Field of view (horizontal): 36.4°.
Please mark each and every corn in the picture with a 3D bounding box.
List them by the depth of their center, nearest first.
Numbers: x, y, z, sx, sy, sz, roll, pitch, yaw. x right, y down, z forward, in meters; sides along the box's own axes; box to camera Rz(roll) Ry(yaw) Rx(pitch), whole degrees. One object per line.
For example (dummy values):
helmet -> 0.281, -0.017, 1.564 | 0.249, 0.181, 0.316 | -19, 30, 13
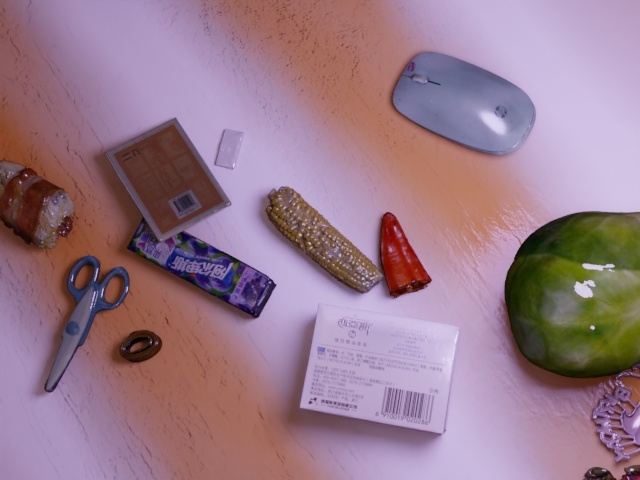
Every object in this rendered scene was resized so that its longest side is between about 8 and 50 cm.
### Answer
corn -> 0.000, 0.000, 1.927 | 0.288, 0.086, 0.086 | 41, 87, 13

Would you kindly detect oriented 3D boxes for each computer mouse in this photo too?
computer mouse -> 0.286, -0.275, 1.938 | 0.288, 0.097, 0.159 | 29, 86, 12

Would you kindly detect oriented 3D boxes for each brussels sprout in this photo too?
brussels sprout -> 0.494, 0.084, 1.738 | 0.354, 0.289, 0.281 | -26, 90, -10

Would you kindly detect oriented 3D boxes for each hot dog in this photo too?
hot dog -> -0.604, -0.077, 2.023 | 0.213, 0.103, 0.146 | 38, 108, 9

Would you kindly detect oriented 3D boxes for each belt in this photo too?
belt -> -0.362, 0.212, 1.962 | 0.083, 0.036, 0.059 | -22, 70, 3

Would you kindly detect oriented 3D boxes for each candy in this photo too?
candy -> -0.241, 0.048, 1.964 | 0.312, 0.061, 0.088 | 27, 85, 13

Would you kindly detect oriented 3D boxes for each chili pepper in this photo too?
chili pepper -> 0.153, 0.020, 1.915 | 0.088, 0.065, 0.169 | -14, 71, -7

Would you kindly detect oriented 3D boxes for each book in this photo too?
book -> -0.314, -0.126, 2.000 | 0.170, 0.018, 0.242 | -29, 68, -13

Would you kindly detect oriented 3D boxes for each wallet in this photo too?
wallet -> -0.189, -0.191, 2.032 | 0.044, 0.011, 0.083 | 13, 81, 11

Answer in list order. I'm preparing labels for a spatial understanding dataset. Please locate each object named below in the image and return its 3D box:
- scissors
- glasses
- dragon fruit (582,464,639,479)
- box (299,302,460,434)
scissors -> -0.494, 0.174, 1.985 | 0.138, 0.041, 0.289 | 20, 78, 13
glasses -> 0.592, 0.284, 1.779 | 0.162, 0.095, 0.255 | 13, 78, 19
dragon fruit -> 0.593, 0.498, 1.707 | 0.282, 0.147, 0.211 | 36, 86, 12
box -> 0.115, 0.243, 1.843 | 0.274, 0.116, 0.203 | 8, 80, 10
